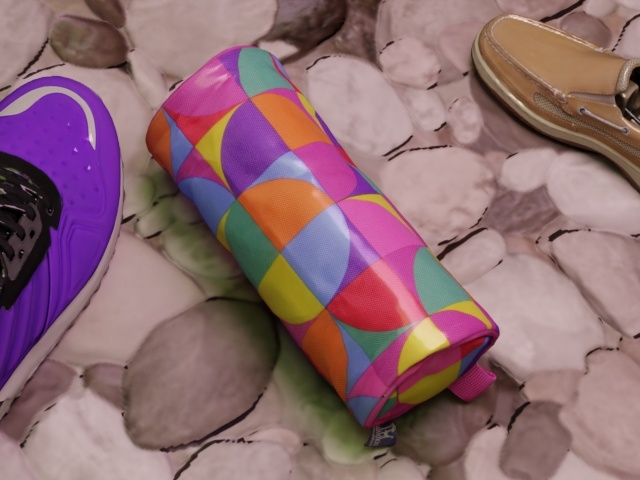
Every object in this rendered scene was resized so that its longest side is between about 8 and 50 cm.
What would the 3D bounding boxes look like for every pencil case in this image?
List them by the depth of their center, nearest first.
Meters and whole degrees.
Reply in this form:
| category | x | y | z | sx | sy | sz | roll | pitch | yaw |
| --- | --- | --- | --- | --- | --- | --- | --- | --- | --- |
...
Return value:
| category | x | y | z | sx | sy | sz | roll | pitch | yaw |
| --- | --- | --- | --- | --- | --- | --- | --- | --- | --- |
| pencil case | 0.000 | 0.000 | 0.962 | 0.104 | 0.104 | 0.236 | -31 | 71 | -21 |

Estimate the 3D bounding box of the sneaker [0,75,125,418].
| category | x | y | z | sx | sy | sz | roll | pitch | yaw |
| --- | --- | --- | --- | --- | --- | --- | --- | --- | --- |
| sneaker | -0.184 | 0.013 | 0.900 | 0.102 | 0.146 | 0.293 | 21 | 61 | 5 |

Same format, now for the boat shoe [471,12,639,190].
| category | x | y | z | sx | sy | sz | roll | pitch | yaw |
| --- | --- | --- | --- | --- | --- | --- | --- | --- | --- |
| boat shoe | 0.181 | -0.091 | 1.044 | 0.190 | 0.072 | 0.068 | 32 | 63 | 11 |
